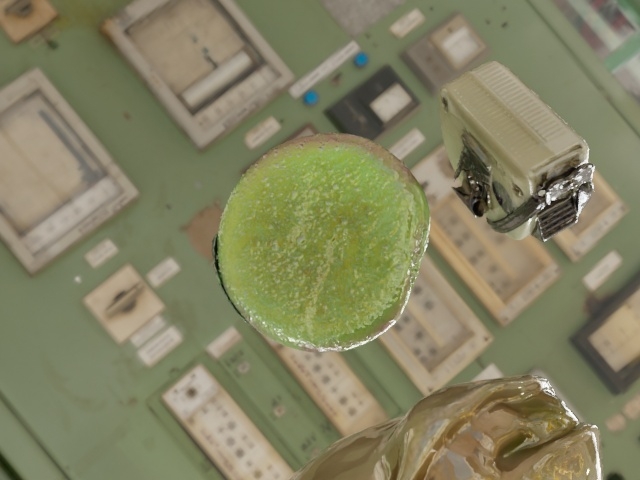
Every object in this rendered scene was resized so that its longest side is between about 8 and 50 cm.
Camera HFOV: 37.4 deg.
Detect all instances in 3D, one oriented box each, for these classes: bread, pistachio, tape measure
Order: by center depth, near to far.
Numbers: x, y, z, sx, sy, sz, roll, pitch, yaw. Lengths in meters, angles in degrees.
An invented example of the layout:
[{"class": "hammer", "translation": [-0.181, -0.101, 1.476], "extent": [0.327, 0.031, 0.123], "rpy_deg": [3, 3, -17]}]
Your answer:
[{"class": "pistachio", "translation": [0.096, 0.305, 0.975], "extent": [0.365, 0.281, 0.445], "rpy_deg": [-6, 142, -47]}, {"class": "bread", "translation": [-0.005, -0.003, 1.239], "extent": [0.301, 0.301, 0.045], "rpy_deg": [-40, 163, 6]}, {"class": "tape measure", "translation": [0.273, -0.092, 1.330], "extent": [0.133, 0.271, 0.231], "rpy_deg": [-30, 140, -10]}]
